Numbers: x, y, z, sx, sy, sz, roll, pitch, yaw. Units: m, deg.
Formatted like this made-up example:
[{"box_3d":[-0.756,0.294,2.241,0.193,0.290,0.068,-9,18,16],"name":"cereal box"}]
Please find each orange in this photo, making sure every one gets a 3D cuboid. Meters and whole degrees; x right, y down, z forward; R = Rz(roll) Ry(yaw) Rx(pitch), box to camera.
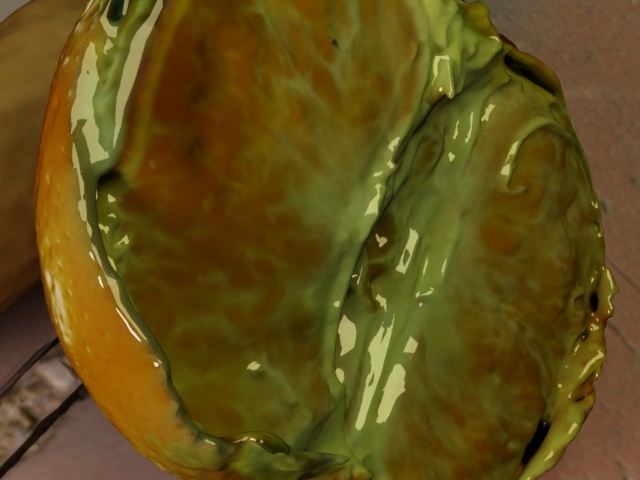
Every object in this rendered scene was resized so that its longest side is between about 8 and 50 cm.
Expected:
[{"box_3d":[-0.007,0.002,0.783,0.334,0.196,0.262,25,60,-52],"name":"orange"}]

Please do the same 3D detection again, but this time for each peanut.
[{"box_3d":[-0.189,-0.028,0.822,0.147,0.147,0.319,35,50,10],"name":"peanut"}]
